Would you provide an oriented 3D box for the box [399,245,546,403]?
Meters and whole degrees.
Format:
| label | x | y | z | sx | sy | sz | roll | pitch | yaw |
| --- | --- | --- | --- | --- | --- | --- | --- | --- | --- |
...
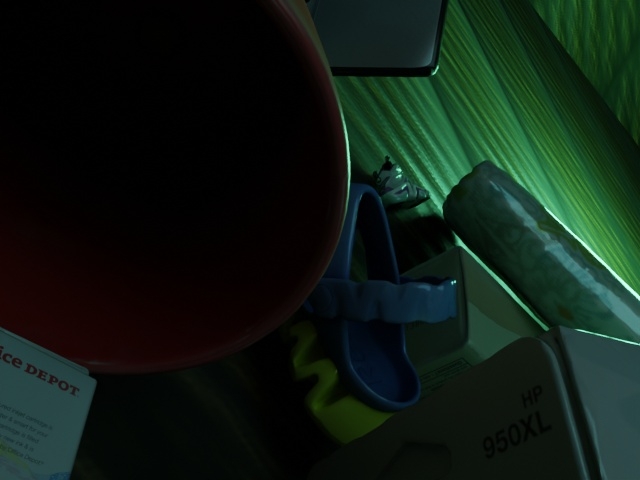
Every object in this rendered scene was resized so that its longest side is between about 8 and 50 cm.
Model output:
| label | x | y | z | sx | sy | sz | roll | pitch | yaw |
| --- | --- | --- | --- | --- | --- | --- | --- | --- | --- |
| box | 0.172 | 0.162 | 0.717 | 0.311 | 0.148 | 0.121 | 42 | 34 | -29 |

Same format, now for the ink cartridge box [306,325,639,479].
| label | x | y | z | sx | sy | sz | roll | pitch | yaw |
| --- | --- | --- | --- | --- | --- | --- | --- | --- | --- |
| ink cartridge box | 0.224 | 0.221 | 0.505 | 0.395 | 0.285 | 0.166 | 15 | 51 | -25 |

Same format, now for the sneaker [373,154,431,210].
| label | x | y | z | sx | sy | sz | roll | pitch | yaw |
| --- | --- | --- | --- | --- | --- | --- | --- | --- | --- |
| sneaker | 0.099 | -0.075 | 0.910 | 0.098 | 0.038 | 0.069 | -5 | 69 | -57 |

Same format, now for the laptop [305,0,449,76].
| label | x | y | z | sx | sy | sz | roll | pitch | yaw |
| --- | --- | --- | --- | --- | --- | --- | --- | --- | --- |
| laptop | -0.089 | -0.358 | 0.613 | 0.236 | 0.408 | 0.381 | 69 | 29 | -58 |

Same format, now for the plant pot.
| label | x | y | z | sx | sy | sz | roll | pitch | yaw |
| --- | --- | --- | --- | --- | --- | --- | --- | --- | --- |
| plant pot | -0.117 | -0.098 | 0.439 | 0.275 | 0.275 | 0.243 | 44 | 24 | -24 |

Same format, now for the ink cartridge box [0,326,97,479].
| label | x | y | z | sx | sy | sz | roll | pitch | yaw |
| --- | --- | --- | --- | --- | --- | --- | --- | --- | --- |
| ink cartridge box | -0.173 | 0.108 | 0.357 | 0.088 | 0.052 | 0.122 | 38 | 38 | -32 |

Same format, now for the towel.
| label | x | y | z | sx | sy | sz | roll | pitch | yaw |
| --- | --- | --- | --- | --- | --- | --- | --- | --- | --- |
| towel | 0.271 | 0.055 | 0.836 | 0.320 | 0.090 | 0.374 | 44 | 7 | 7 |

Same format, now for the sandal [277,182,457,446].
| label | x | y | z | sx | sy | sz | roll | pitch | yaw |
| --- | --- | --- | --- | --- | --- | --- | --- | --- | --- |
| sandal | 0.000 | 0.000 | 0.587 | 0.317 | 0.138 | 0.126 | 53 | 30 | 18 |
